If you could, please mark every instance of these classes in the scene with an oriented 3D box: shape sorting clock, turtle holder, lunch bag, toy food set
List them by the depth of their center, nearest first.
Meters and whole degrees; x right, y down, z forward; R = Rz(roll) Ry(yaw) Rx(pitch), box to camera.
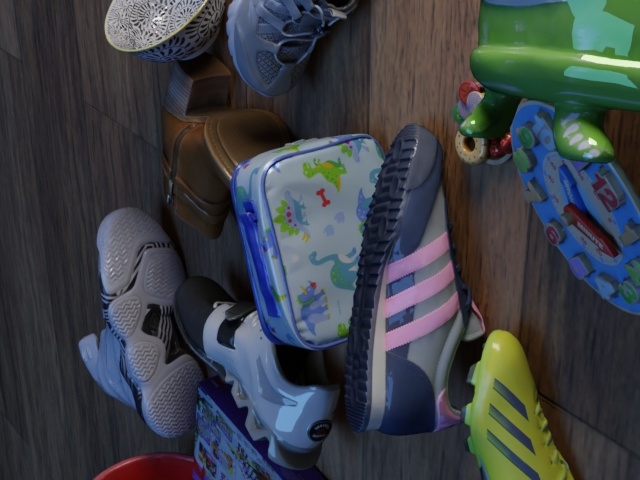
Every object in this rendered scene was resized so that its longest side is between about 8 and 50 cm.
[{"bbox_3d":[0.229,-0.173,0.816,0.320,0.243,0.227,-56,-29,-78],"label":"turtle holder"},{"bbox_3d":[0.220,-0.026,0.992,0.206,0.040,0.206,56,165,22],"label":"shape sorting clock"},{"bbox_3d":[0.155,-0.111,1.120,0.083,0.020,0.082,8,112,56],"label":"toy food set"},{"bbox_3d":[0.000,0.000,1.272,0.090,0.176,0.218,0,107,57],"label":"lunch bag"}]

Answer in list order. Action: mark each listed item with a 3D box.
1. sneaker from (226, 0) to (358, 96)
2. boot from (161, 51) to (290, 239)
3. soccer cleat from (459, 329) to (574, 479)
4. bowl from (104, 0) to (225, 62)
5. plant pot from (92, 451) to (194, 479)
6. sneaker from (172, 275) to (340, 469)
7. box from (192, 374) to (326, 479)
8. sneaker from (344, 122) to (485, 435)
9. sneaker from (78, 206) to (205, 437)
[{"bbox_3d":[-0.020,-0.251,1.239,0.115,0.105,0.281,52,143,29],"label":"sneaker"},{"bbox_3d":[-0.134,-0.079,1.499,0.283,0.109,0.220,50,141,35],"label":"boot"},{"bbox_3d":[0.209,0.226,1.177,0.121,0.093,0.289,1,104,26],"label":"soccer cleat"},{"bbox_3d":[-0.176,-0.277,1.463,0.170,0.170,0.080,35,171,45],"label":"bowl"},{"bbox_3d":[-0.245,0.516,1.865,0.275,0.275,0.243,40,145,40],"label":"plant pot"},{"bbox_3d":[-0.072,0.129,1.533,0.330,0.122,0.146,47,123,35],"label":"sneaker"},{"bbox_3d":[-0.085,0.354,1.702,0.293,0.057,0.200,42,137,39],"label":"box"},{"bbox_3d":[0.109,0.043,1.214,0.112,0.131,0.318,-149,67,-76],"label":"sneaker"},{"bbox_3d":[-0.302,0.120,1.839,0.210,0.137,0.365,10,117,52],"label":"sneaker"}]
